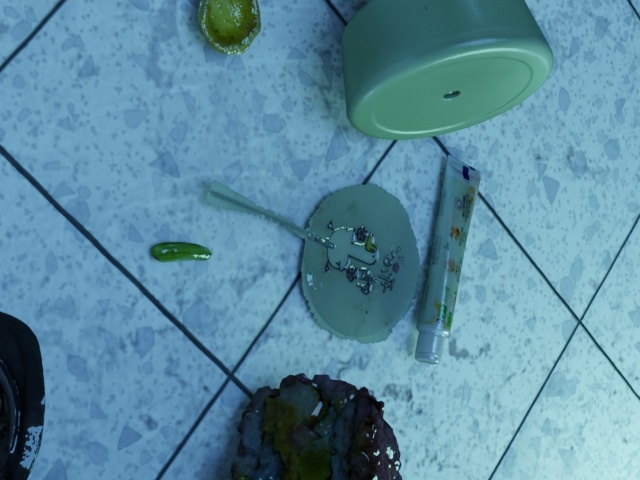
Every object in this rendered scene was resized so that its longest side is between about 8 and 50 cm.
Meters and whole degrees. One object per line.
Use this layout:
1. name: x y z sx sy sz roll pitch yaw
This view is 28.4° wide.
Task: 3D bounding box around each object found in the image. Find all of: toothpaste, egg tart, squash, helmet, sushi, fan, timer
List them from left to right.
1. helmet: -0.410 0.210 1.384 0.198 0.154 0.253 13 63 -18
2. squash: -0.178 0.015 1.639 0.089 0.027 0.027 -1 91 -40
3. egg tart: -0.126 -0.295 1.667 0.105 0.039 0.105 0 91 -38
4. sushi: -0.006 0.314 1.658 0.171 0.236 0.270 49 32 -48
5. fan: -0.001 0.000 1.784 0.415 0.012 0.233 28 72 -37
6. timer: 0.142 -0.337 1.772 0.291 0.291 0.315 -1 67 -38
7. toothpaste: 0.190 0.030 1.912 0.056 0.058 0.314 11 76 6
